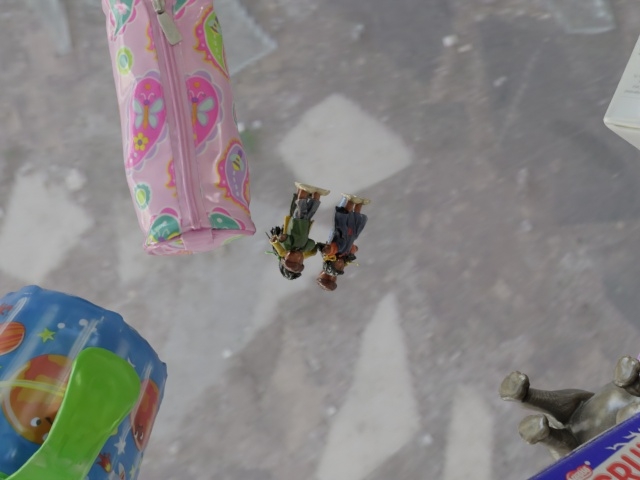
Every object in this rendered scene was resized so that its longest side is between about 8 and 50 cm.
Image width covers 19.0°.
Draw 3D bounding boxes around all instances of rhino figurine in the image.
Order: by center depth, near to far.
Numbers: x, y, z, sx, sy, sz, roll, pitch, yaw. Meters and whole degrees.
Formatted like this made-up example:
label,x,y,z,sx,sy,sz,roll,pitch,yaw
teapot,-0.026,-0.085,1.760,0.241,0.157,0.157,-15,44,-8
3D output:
label,x,y,z,sx,sy,sz,roll,pitch,yaw
rhino figurine,0.254,0.133,1.414,0.243,0.106,0.073,-9,58,44

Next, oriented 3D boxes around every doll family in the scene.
label,x,y,z,sx,sy,sz,roll,pitch,yaw
doll family,0.000,0.000,2.057,0.076,0.193,0.111,15,93,40

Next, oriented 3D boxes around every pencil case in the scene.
label,x,y,z,sx,sy,sz,roll,pitch,yaw
pencil case,-0.142,-0.128,1.893,0.124,0.124,0.284,-11,85,24

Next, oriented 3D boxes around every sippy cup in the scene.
label,x,y,z,sx,sy,sz,roll,pitch,yaw
sippy cup,-0.248,0.170,1.636,0.306,0.224,0.240,4,143,33

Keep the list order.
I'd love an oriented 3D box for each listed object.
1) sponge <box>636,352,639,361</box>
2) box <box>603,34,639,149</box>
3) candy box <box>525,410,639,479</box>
label,x,y,z,sx,sy,sz,roll,pitch,yaw
sponge,0.257,0.203,1.590,0.031,0.117,0.210,27,92,-25
box,0.227,-0.073,1.007,0.102,0.101,0.087,16,80,52
candy box,0.268,0.244,1.119,0.317,0.268,0.122,45,141,27
